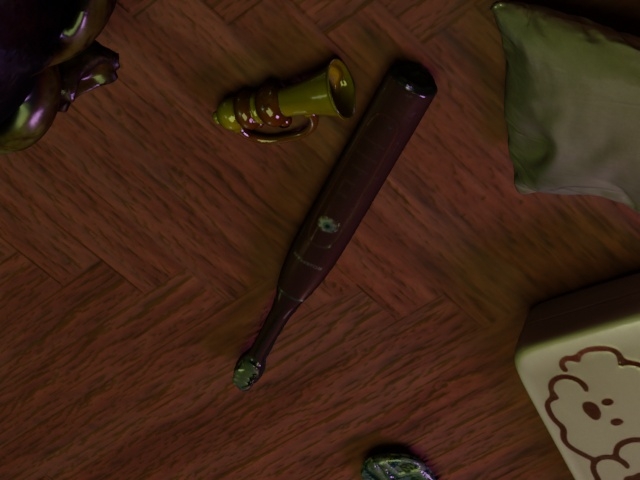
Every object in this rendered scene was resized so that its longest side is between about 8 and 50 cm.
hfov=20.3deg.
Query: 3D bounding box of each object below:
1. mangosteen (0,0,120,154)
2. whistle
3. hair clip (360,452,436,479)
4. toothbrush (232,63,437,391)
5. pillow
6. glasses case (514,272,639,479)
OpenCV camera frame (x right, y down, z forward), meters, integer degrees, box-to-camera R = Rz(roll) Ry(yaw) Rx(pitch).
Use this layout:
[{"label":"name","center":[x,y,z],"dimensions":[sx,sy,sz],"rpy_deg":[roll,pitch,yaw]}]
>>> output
[{"label":"mangosteen","center":[-0.280,-0.164,1.148],"dimensions":[0.307,0.307,0.347],"rpy_deg":[-33,150,32]},{"label":"whistle","center":[-0.025,-0.100,1.329],"dimensions":[0.109,0.057,0.046],"rpy_deg":[-12,84,30]},{"label":"hair clip","center":[0.101,0.270,1.631],"dimensions":[0.066,0.036,0.229],"rpy_deg":[-18,120,17]},{"label":"toothbrush","center":[0.000,-0.001,1.404],"dimensions":[0.041,0.041,0.364],"rpy_deg":[22,131,-10]},{"label":"pillow","center":[0.243,-0.068,1.252],"dimensions":[0.270,0.067,0.173],"rpy_deg":[18,139,17]},{"label":"glasses case","center":[0.289,0.187,1.450],"dimensions":[0.144,0.076,0.336],"rpy_deg":[-20,112,27]}]
